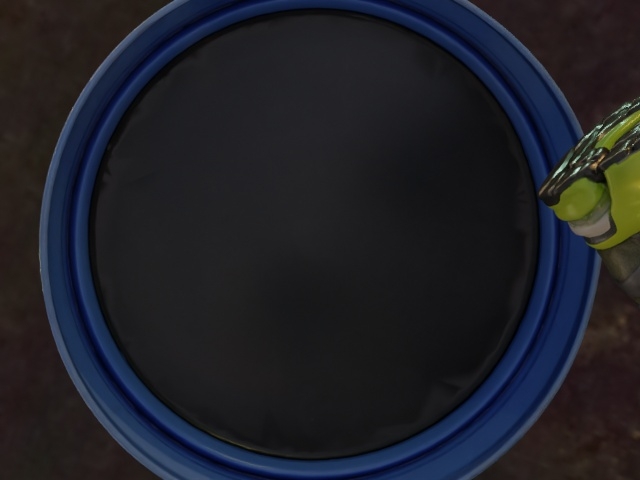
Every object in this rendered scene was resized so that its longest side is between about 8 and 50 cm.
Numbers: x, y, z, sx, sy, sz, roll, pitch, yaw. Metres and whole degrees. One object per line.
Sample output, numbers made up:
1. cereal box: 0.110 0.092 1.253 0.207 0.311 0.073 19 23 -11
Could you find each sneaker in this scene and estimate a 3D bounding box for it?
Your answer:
1. sneaker: 0.259 -0.058 0.821 0.300 0.121 0.111 -31 12 1

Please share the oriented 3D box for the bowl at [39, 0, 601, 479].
1. bowl: 0.000 0.000 1.170 0.391 0.391 0.077 -64 7 3
